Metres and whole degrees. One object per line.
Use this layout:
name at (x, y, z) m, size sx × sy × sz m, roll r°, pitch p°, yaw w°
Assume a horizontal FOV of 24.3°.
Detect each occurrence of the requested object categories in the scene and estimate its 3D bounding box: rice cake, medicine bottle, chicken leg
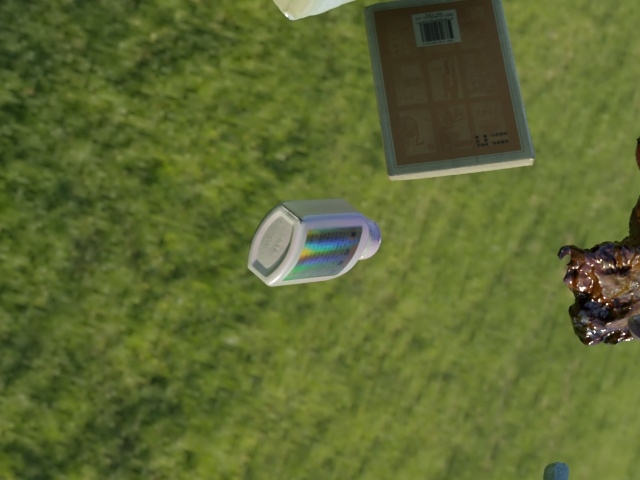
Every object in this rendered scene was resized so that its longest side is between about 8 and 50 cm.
rice cake at (0.316, 0.389, 2.044) m, size 0.033 × 0.029 × 0.171 m, roll -24°, pitch -128°, yaw 55°
medicine bottle at (0.000, 0.000, 2.037) m, size 0.219 × 0.078 × 0.115 m, roll -5°, pitch 128°, yaw -54°
chicken leg at (0.426, 0.006, 2.018) m, size 0.322 × 0.177 × 0.083 m, roll -57°, pitch -160°, yaw 24°

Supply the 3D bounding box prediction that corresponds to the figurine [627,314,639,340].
figurine at (0.389, 0.061, 1.467) m, size 0.157 × 0.114 × 0.126 m, roll -52°, pitch 146°, yaw 3°

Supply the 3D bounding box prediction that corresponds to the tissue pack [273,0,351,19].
tissue pack at (0.099, -0.440, 1.540) m, size 0.331 × 0.205 × 0.405 m, roll -28°, pitch 169°, yaw -22°

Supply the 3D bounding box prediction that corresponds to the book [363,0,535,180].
book at (0.147, -0.184, 1.735) m, size 0.018 × 0.170 × 0.242 m, roll 84°, pitch 0°, yaw -62°
